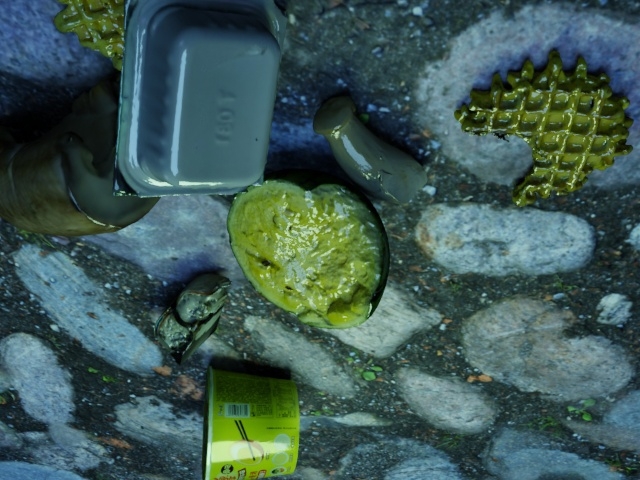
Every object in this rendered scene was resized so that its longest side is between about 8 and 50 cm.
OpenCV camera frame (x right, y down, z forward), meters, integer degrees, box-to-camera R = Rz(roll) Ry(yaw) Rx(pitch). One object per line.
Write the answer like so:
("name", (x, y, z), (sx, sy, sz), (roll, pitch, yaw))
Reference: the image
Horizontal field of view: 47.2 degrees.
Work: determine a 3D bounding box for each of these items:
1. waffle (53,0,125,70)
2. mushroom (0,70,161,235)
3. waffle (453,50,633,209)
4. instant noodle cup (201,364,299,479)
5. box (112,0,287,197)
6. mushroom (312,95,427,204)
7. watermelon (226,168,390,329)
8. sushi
("waffle", (-0.267, -0.387, 1.125), (0.307, 0.060, 0.311), (16, 136, -11))
("mushroom", (-0.476, -0.101, 1.282), (0.398, 0.313, 0.224), (-12, 128, 25))
("waffle", (0.396, -0.184, 1.256), (0.260, 0.069, 0.293), (-28, 128, 31))
("instant noodle cup", (-0.179, 0.468, 1.833), (0.222, 0.311, 0.311), (3, 136, -10))
("box", (-0.165, -0.208, 1.110), (0.264, 0.106, 0.336), (-4, 116, -30))
("mushroom", (0.084, -0.148, 1.304), (0.108, 0.096, 0.247), (-27, 126, 37))
("watermelon", (0.000, 0.000, 1.386), (0.331, 0.189, 0.330), (26, 134, 31))
("sushi", (-0.292, 0.151, 1.639), (0.109, 0.134, 0.273), (36, 141, 8))
